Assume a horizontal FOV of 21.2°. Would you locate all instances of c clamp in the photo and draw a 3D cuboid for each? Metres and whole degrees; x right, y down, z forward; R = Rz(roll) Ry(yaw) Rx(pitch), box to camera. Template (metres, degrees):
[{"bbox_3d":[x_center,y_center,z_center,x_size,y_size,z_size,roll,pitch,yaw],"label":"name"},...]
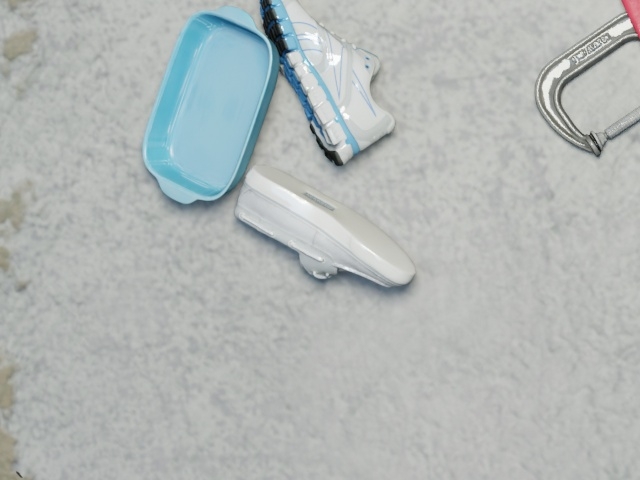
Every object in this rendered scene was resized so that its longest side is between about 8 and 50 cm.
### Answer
[{"bbox_3d":[0.280,-0.133,1.535,0.161,0.022,0.137,-28,84,10],"label":"c clamp"}]

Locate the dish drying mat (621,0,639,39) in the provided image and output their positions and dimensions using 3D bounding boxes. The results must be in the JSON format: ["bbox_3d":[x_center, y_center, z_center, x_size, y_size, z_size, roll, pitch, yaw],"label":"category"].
[{"bbox_3d":[0.296,-0.194,1.525,0.032,0.008,0.083,-24,78,4],"label":"dish drying mat"}]

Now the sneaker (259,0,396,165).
[{"bbox_3d":[0.008,-0.166,1.580,0.083,0.071,0.190,-25,83,-11],"label":"sneaker"}]

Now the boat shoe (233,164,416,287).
[{"bbox_3d":[0.000,0.000,1.577,0.184,0.066,0.063,30,110,8],"label":"boat shoe"}]

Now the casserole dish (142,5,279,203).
[{"bbox_3d":[-0.097,-0.125,1.591,0.114,0.037,0.188,26,102,30],"label":"casserole dish"}]
